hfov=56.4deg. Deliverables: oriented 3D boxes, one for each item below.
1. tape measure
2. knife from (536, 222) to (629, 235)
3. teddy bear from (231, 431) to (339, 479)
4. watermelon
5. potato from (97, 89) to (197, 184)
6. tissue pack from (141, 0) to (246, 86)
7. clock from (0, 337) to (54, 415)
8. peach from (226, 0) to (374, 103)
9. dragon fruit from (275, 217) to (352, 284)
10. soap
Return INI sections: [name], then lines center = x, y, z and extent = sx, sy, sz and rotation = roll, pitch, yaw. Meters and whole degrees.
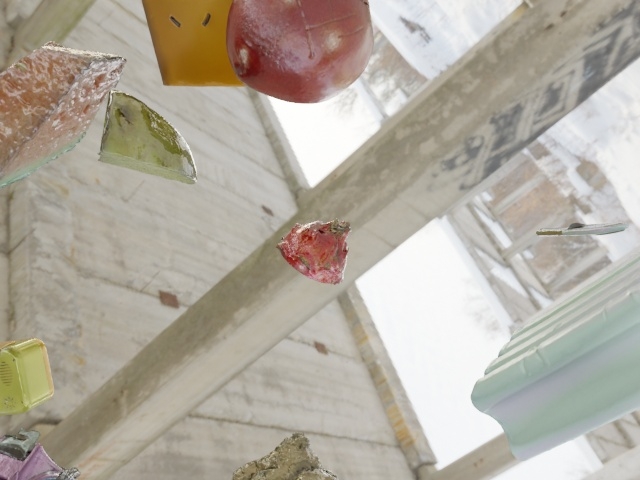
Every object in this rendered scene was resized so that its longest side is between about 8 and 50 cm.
[tape measure]
center = -0.560, 0.509, 1.111
extent = 0.245, 0.149, 0.231
rotation = -62, -33, -41
[knife]
center = 0.564, -0.027, 1.304
extent = 0.343, 0.061, 0.027
rotation = -178, 74, -87
[teddy bear]
center = -0.035, 0.561, 1.333
extent = 0.267, 0.156, 0.256
rotation = 10, -160, -34
[watermelon]
center = -0.373, -0.199, 0.809
extent = 0.140, 0.257, 0.193
rotation = 49, -149, -18
[potato]
center = -0.189, -0.119, 0.689
extent = 0.120, 0.081, 0.149
rotation = 11, 179, -21
[tissue pack]
center = -0.170, -0.401, 0.956
extent = 0.145, 0.194, 0.274
rotation = -44, -45, -46
[clock]
center = -0.662, 0.281, 1.218
extent = 0.096, 0.202, 0.143
rotation = -14, -84, -78
[peach]
center = -0.032, -0.269, 0.779
extent = 0.197, 0.197, 0.197
rotation = 42, -158, -21
[dragon fruit]
center = 0.000, 0.000, 1.176
extent = 0.153, 0.111, 0.153
rotation = 26, -161, -9
[soap]
center = 0.299, 0.089, 0.582
extent = 0.095, 0.289, 0.173
rotation = 51, -142, 9
